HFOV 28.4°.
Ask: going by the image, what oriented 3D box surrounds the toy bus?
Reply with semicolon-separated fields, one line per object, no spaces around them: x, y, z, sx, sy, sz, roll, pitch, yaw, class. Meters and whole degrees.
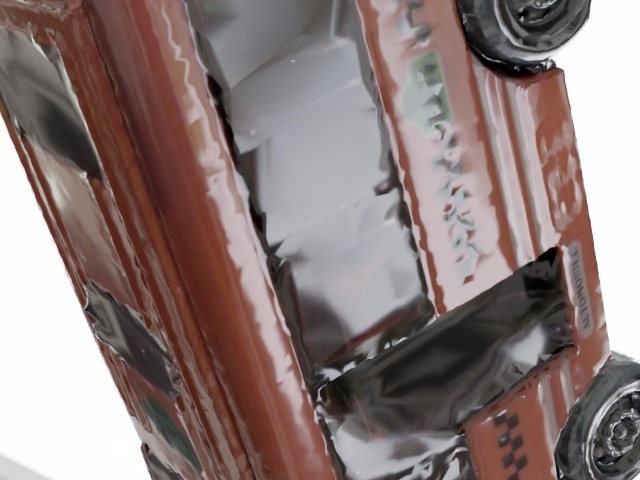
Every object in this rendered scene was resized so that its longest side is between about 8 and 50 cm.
0.000;0.000;0.584;0.233;0.427;0.203;-31;-147;-24;toy bus
